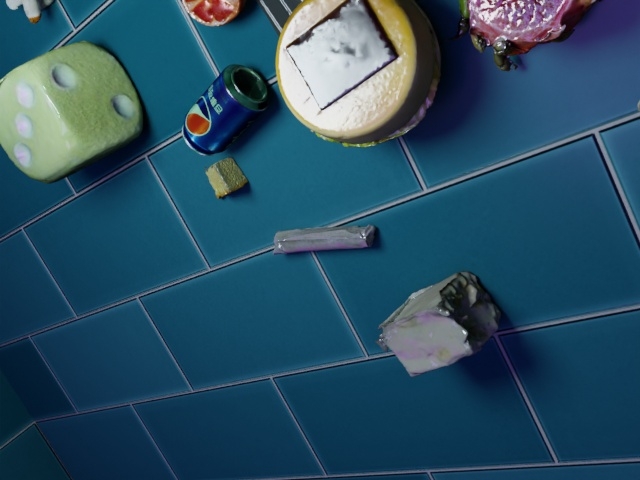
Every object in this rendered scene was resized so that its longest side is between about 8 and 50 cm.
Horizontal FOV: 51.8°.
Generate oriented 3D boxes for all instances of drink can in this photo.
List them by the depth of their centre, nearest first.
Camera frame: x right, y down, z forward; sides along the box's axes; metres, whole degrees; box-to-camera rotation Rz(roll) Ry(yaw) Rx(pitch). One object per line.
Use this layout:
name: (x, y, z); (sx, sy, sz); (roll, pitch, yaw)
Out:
drink can: (-0.204, -0.271, 1.395); (0.118, 0.118, 0.205); (51, 131, -2)

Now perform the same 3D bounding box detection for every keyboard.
keyboard: (-0.018, -0.375, 1.278); (0.103, 0.041, 0.381); (-30, 91, 40)

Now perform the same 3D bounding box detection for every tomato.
tomato: (-0.206, -0.503, 1.299); (0.155, 0.069, 0.156); (17, 126, 24)

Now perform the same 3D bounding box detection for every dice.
dice: (-0.590, -0.295, 1.540); (0.252, 0.254, 0.250); (-20, 106, 37)

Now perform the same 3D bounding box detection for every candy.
candy: (0.235, 0.168, 1.315); (0.195, 0.185, 0.137); (-31, 92, 40)

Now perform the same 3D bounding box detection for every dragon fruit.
dragon fruit: (0.316, -0.376, 0.977); (0.211, 0.147, 0.282); (21, 121, 12)

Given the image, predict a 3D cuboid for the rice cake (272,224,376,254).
rice cake: (0.000, -0.001, 1.454); (0.269, 0.055, 0.049); (-5, 117, 32)

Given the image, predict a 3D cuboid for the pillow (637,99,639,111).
pillow: (0.578, -0.235, 0.943); (0.179, 0.075, 0.171); (27, 127, 18)

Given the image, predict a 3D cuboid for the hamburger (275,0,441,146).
hamburger: (0.064, -0.304, 1.156); (0.300, 0.176, 0.300); (5, 103, 23)

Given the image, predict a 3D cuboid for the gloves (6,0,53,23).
gloves: (-0.667, -0.605, 1.519); (0.140, 0.131, 0.219); (46, 161, 1)

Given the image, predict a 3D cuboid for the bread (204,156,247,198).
bread: (-0.238, -0.137, 1.513); (0.109, 0.080, 0.084); (-24, 99, 36)

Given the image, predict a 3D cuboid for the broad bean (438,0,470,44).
broad bean: (0.185, -0.482, 1.072); (0.098, 0.056, 0.318); (-6, 113, 34)
